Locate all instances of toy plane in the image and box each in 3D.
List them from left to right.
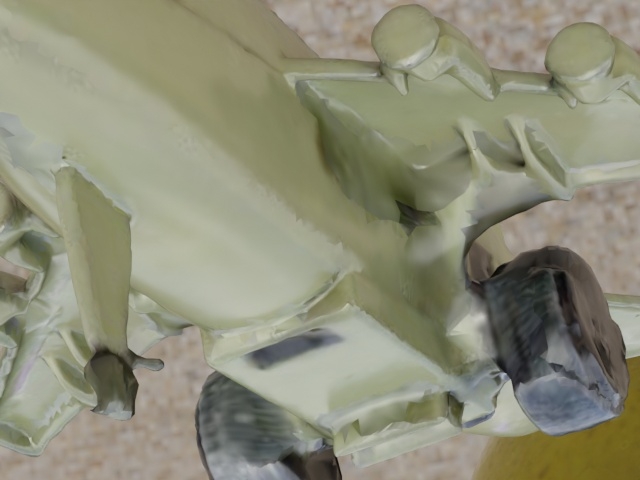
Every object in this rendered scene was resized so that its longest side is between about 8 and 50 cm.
[{"bbox_3d":[0.000,0.000,0.401,0.242,0.104,0.256,-19,161,23],"label":"toy plane"}]

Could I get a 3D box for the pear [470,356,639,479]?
[{"bbox_3d":[0.230,0.185,1.004,0.340,0.386,0.191,24,-179,18],"label":"pear"}]
